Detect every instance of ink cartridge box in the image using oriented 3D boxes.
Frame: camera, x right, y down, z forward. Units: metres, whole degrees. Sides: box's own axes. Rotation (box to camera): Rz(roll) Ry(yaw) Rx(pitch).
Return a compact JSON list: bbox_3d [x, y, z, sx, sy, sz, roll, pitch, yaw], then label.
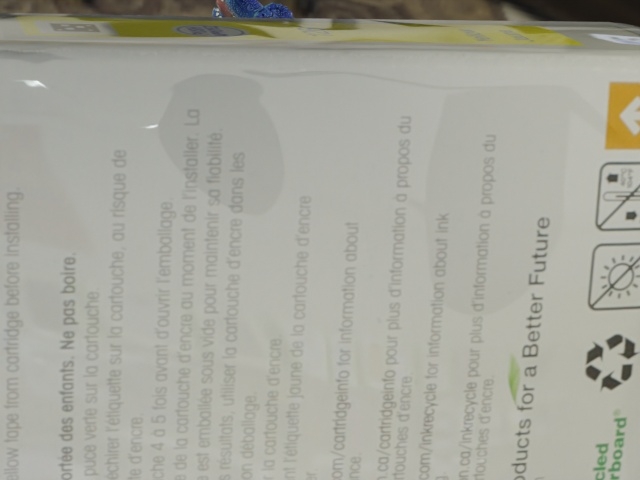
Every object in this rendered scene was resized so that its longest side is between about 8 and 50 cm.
[{"bbox_3d":[-0.052,0.091,0.387,0.307,0.303,0.072,0,17,-15],"label":"ink cartridge box"}]

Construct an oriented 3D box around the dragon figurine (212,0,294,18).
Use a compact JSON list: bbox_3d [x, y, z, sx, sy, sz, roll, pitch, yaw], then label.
[{"bbox_3d":[0.000,0.000,0.771,0.289,0.144,0.085,54,52,-20],"label":"dragon figurine"}]
